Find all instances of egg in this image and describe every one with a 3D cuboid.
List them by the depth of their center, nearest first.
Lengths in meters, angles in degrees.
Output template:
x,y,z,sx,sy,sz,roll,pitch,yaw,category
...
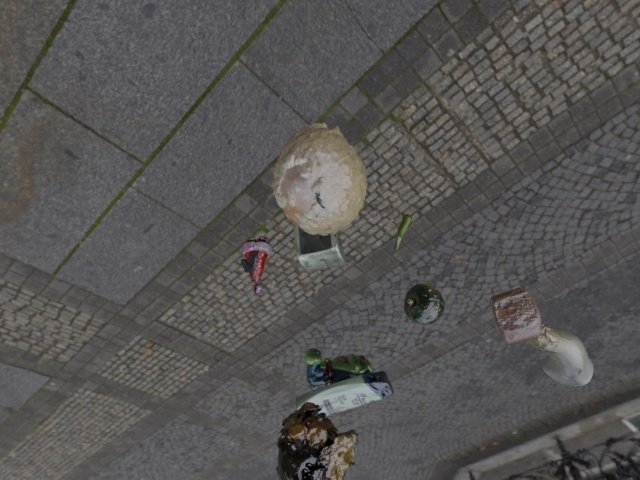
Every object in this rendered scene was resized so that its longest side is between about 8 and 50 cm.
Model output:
x,y,z,sx,sy,sz,roll,pitch,yaw,category
0.002,-0.156,1.097,0.280,0.279,0.310,-1,129,-5,egg

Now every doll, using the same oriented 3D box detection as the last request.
x,y,z,sx,sy,sz,roll,pitch,yaw,category
0.082,0.557,1.668,0.323,0.198,0.185,10,88,3,doll

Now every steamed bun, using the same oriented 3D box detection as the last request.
x,y,z,sx,sy,sz,roll,pitch,yaw,category
0.670,0.256,1.371,0.145,0.174,0.106,-21,171,24,steamed bun

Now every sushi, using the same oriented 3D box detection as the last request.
x,y,z,sx,sy,sz,roll,pitch,yaw,category
-0.025,0.521,1.010,0.213,0.204,0.199,32,82,-52,sushi

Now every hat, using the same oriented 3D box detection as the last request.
x,y,z,sx,sy,sz,roll,pitch,yaw,category
-0.257,0.099,1.568,0.140,0.227,0.129,-15,154,25,hat

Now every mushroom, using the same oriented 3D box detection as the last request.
x,y,z,sx,sy,sz,roll,pitch,yaw,category
0.886,0.416,1.484,0.178,0.125,0.397,-10,136,34,mushroom

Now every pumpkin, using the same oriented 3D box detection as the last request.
x,y,z,sx,sy,sz,roll,pitch,yaw,category
0.444,0.273,1.734,0.146,0.190,0.190,22,126,-38,pumpkin

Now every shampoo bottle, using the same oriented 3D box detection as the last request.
x,y,z,sx,sy,sz,roll,pitch,yaw,category
0.085,0.579,1.506,0.360,0.078,0.134,-21,120,9,shampoo bottle

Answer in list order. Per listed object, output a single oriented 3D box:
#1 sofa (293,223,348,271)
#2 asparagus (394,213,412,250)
x,y,z,sx,sy,sz,roll,pitch,yaw,category
0.000,0.000,1.749,0.211,0.225,0.176,-15,153,12,sofa
0.362,-0.035,1.804,0.041,0.178,0.045,13,157,41,asparagus
